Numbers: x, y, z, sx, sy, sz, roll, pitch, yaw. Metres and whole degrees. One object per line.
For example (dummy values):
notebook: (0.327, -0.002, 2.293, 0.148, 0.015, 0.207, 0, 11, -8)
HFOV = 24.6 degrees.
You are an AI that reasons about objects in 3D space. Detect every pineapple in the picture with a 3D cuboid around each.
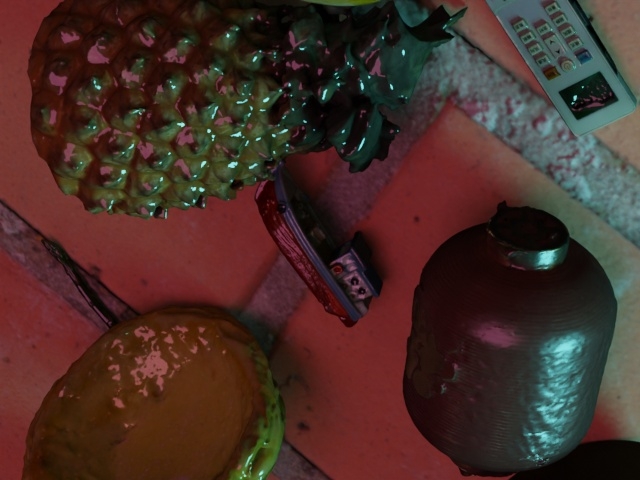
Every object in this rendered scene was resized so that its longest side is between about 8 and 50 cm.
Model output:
pineapple: (-0.052, -0.130, 1.245, 0.357, 0.223, 0.223, -4, 115, 14)

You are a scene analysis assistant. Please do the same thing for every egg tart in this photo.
egg tart: (-0.157, 0.210, 1.467, 0.294, 0.294, 0.123, 4, 152, 27)

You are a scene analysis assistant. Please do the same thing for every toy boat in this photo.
toy boat: (0.000, 0.000, 1.360, 0.059, 0.069, 0.173, -33, 100, 17)

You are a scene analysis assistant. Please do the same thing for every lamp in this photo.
lamp: (0.159, 0.091, 1.264, 0.180, 0.180, 0.258, 19, 125, 18)

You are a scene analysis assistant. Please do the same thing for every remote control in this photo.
remote control: (0.192, -0.166, 1.186, 0.065, 0.029, 0.166, -26, 106, 35)

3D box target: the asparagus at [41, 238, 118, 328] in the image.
asparagus: (-0.243, 0.060, 1.559, 0.163, 0.016, 0.016, 53, 154, -6)

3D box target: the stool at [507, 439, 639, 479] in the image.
stool: (0.273, 0.338, 1.327, 0.179, 0.179, 0.264, -11, 111, 33)

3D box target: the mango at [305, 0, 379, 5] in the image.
mango: (-0.053, -0.320, 1.136, 0.384, 0.199, 0.221, 38, 121, 24)
